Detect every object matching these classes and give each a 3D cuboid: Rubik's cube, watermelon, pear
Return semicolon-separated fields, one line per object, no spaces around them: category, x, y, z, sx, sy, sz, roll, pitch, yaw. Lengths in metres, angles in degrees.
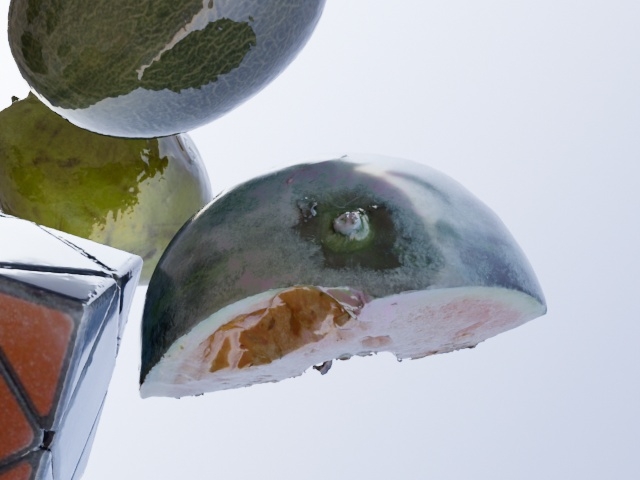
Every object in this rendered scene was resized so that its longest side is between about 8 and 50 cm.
Rubik's cube;-0.270;0.092;0.936;0.205;0.207;0.205;-66;171;-81
watermelon;0.000;-0.002;0.951;0.175;0.322;0.188;94;-17;-65
pear;-0.280;-0.071;1.600;0.269;0.321;0.269;-46;-167;13

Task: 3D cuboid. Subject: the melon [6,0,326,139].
melon;-0.135;-0.221;1.111;0.301;0.237;0.237;-37;-146;-2
